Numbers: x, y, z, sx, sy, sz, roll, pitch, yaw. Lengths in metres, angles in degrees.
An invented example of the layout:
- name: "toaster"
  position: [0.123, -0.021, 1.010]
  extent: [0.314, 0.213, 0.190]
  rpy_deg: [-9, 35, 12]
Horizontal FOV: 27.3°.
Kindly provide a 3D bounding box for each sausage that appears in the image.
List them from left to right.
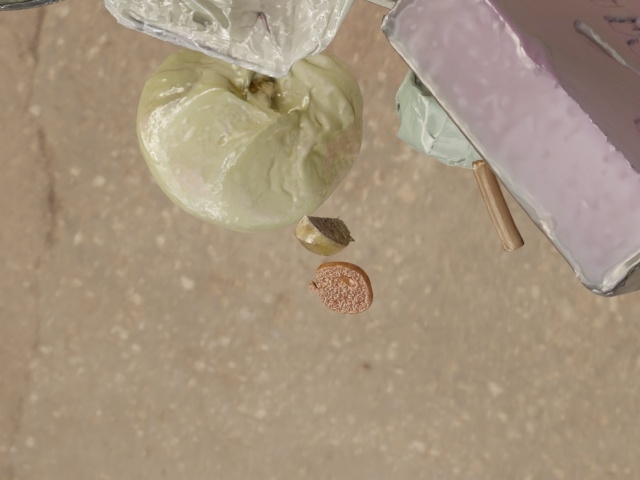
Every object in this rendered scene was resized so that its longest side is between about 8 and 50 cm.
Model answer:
- name: "sausage"
  position: [0.201, -0.041, 1.499]
  extent: [0.026, 0.026, 0.116]
  rpy_deg: [-16, 109, 25]

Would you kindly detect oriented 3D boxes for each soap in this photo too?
- name: "soap"
  position: [0.229, -0.103, 1.070]
  extent: [0.296, 0.285, 0.107]
  rpy_deg: [53, 126, 19]

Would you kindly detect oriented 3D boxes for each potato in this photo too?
- name: "potato"
  position: [0.001, 0.001, 1.223]
  extent: [0.036, 0.093, 0.037]
  rpy_deg: [-41, 77, 15]

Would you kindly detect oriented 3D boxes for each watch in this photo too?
- name: "watch"
  position: [0.241, -0.183, 1.873]
  extent: [0.253, 0.241, 0.161]
  rpy_deg: [31, 126, 36]

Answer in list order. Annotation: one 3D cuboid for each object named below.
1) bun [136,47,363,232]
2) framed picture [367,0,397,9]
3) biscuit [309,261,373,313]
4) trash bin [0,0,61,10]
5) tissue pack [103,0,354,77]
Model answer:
- name: "bun"
  position: [-0.103, -0.194, 2.012]
  extent: [0.361, 0.361, 0.213]
  rpy_deg: [21, 141, 0]
- name: "framed picture"
  position: [-0.006, -0.382, 1.594]
  extent: [0.265, 0.192, 0.018]
  rpy_deg: [19, 140, 3]
- name: "biscuit"
  position: [0.025, 0.057, 1.625]
  extent: [0.078, 0.015, 0.091]
  rpy_deg: [2, 137, 13]
- name: "trash bin"
  position: [-0.327, -0.470, 1.278]
  extent: [0.280, 0.432, 0.280]
  rpy_deg: [-5, 163, -2]
- name: "tissue pack"
  position: [-0.015, -0.299, 0.876]
  extent: [0.160, 0.338, 0.242]
  rpy_deg: [21, 131, -10]
